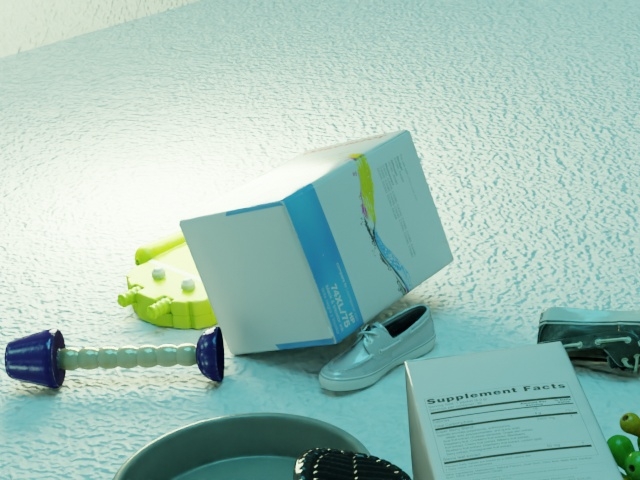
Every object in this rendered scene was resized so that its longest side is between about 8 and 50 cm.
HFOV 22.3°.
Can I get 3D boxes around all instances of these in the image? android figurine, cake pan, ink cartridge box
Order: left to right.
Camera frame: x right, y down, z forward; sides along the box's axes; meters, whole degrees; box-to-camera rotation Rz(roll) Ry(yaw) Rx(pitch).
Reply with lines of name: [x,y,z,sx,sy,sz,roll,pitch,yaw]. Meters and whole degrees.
android figurine: [-0.158,0.049,2.280,0.273,0.056,0.248,-24,31,-38]
cake pan: [-0.083,0.283,1.760,0.293,0.054,0.293,-5,25,2]
ink cartridge box: [0.000,0.000,2.126,0.198,0.197,0.270,-9,16,44]

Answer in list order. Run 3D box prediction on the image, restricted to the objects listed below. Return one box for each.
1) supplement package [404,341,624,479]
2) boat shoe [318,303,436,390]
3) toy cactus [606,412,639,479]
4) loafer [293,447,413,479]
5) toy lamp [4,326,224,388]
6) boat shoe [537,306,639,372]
supplement package: [0.190,0.252,1.624,0.175,0.177,0.293,-7,25,-2]
boat shoe: [0.073,0.132,2.041,0.184,0.063,0.066,-20,29,-29]
toy cactus: [0.351,0.265,1.620,0.112,0.219,0.180,-30,66,-7]
loafer: [0.031,0.328,1.535,0.134,0.130,0.366,12,26,-13]
toy lamp: [-0.262,0.146,2.064,0.275,0.080,0.080,-3,25,4]
boat shoe: [0.372,0.127,1.990,0.219,0.078,0.070,1,66,26]
